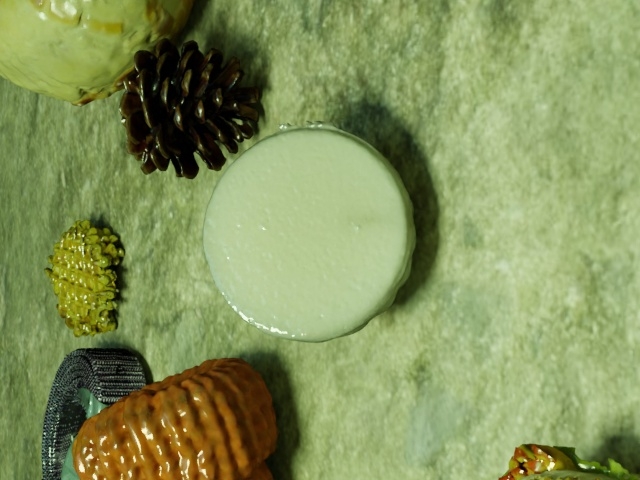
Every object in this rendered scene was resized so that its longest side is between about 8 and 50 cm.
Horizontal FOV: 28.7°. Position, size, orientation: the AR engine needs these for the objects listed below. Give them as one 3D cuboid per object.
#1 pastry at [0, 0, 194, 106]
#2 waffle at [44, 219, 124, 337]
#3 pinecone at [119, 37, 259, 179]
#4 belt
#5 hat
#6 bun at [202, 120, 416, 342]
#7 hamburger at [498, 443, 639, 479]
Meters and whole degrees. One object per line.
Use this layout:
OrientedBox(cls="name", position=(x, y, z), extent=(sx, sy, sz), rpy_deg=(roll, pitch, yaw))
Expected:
OrientedBox(cls="pastry", position=(-0.346, -0.390, 1.843), extent=(0.388, 0.312, 0.389), rpy_deg=(-8, 78, 45))
OrientedBox(cls="waffle", position=(-0.395, 0.066, 2.138), extent=(0.197, 0.070, 0.193), rpy_deg=(55, 132, 33))
OrientedBox(cls="pinecone", position=(-0.179, -0.182, 1.746), extent=(0.207, 0.207, 0.208), rpy_deg=(4, 95, 53))
OrientedBox(cls="belt", position=(-0.374, 0.330, 2.084), extent=(0.260, 0.122, 0.325), rpy_deg=(47, 125, 50))
OrientedBox(cls="hat", position=(-0.162, 0.376, 1.697), extent=(0.285, 0.285, 0.400), rpy_deg=(-29, 79, 50))
OrientedBox(cls="bun", position=(0.000, 0.000, 1.537), extent=(0.263, 0.175, 0.263), rpy_deg=(-2, 80, 14))
OrientedBox(cls="hamburger", position=(0.253, 0.350, 1.195), extent=(0.294, 0.179, 0.276), rpy_deg=(47, 127, 41))
